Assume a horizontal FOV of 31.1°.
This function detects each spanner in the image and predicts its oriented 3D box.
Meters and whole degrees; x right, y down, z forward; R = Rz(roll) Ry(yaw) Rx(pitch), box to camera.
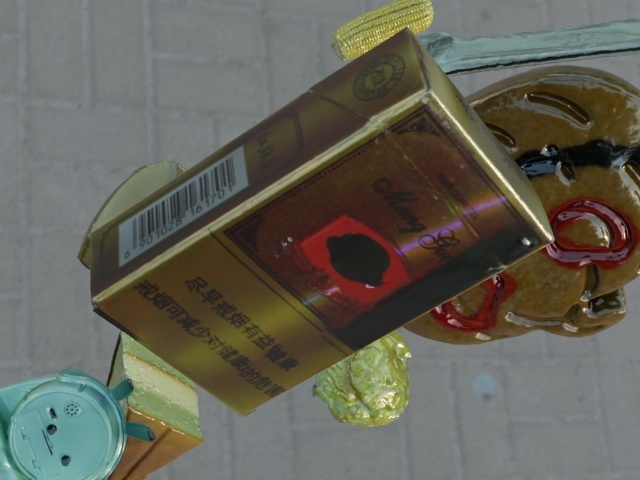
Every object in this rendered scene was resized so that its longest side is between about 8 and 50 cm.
[{"bbox_3d":[0.191,-0.141,0.803,0.017,0.301,0.071,66,34,-38],"label":"spanner"}]

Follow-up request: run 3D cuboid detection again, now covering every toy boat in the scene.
[{"bbox_3d":[-0.172,-0.030,1.063,0.047,0.049,0.149,38,54,1],"label":"toy boat"}]

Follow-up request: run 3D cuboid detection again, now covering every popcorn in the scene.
[{"bbox_3d":[0.063,0.235,1.947,0.197,0.212,0.198,11,59,-19],"label":"popcorn"}]

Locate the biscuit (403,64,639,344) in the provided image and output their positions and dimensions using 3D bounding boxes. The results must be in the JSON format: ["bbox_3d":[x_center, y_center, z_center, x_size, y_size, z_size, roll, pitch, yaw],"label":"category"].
[{"bbox_3d":[0.211,-0.011,1.202,0.314,0.367,0.063,51,25,-20],"label":"biscuit"}]

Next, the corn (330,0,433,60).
[{"bbox_3d":[0.097,-0.337,1.821,0.165,0.085,0.063,-24,101,-7],"label":"corn"}]

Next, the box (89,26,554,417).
[{"bbox_3d":[0.000,0.000,0.696,0.159,0.240,0.071,45,23,-37],"label":"box"}]

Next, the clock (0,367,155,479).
[{"bbox_3d":[-0.203,0.153,0.927,0.135,0.041,0.101,-21,95,2],"label":"clock"}]

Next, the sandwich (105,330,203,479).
[{"bbox_3d":[-0.249,0.211,1.381,0.144,0.187,0.117,33,34,-43],"label":"sandwich"}]
